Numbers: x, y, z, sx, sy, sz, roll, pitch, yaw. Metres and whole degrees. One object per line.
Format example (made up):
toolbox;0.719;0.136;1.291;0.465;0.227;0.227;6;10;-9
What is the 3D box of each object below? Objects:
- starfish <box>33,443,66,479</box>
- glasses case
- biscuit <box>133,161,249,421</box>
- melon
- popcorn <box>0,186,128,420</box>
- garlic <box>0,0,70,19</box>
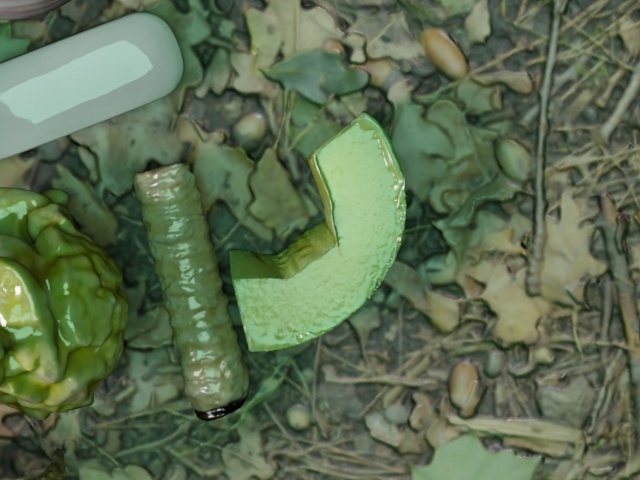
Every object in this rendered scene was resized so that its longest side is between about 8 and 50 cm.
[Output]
starfish;-0.390;0.202;1.374;0.398;0.132;0.384;11;142;-27
glasses case;-0.207;-0.126;1.446;0.197;0.049;0.076;-22;99;2
biscuit;-0.104;0.042;1.471;0.061;0.055;0.219;-8;102;37
melon;0.000;0.000;1.468;0.209;0.064;0.118;-44;98;7
popcorn;-0.247;0.060;1.408;0.188;0.185;0.167;-18;121;-30
garlic;-0.216;-0.287;1.376;0.257;0.207;0.207;-32;100;-32
